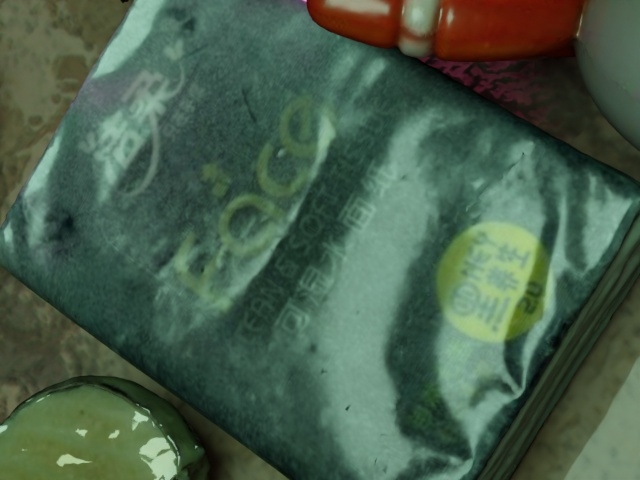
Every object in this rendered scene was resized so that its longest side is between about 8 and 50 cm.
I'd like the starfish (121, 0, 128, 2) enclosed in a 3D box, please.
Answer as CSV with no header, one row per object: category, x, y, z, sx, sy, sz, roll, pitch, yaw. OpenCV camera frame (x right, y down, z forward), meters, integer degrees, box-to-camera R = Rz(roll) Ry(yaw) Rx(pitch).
starfish,-0.097,-0.183,0.779,0.130,0.041,0.133,-11,83,30

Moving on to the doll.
doll,0.118,-0.093,0.617,0.336,0.200,0.105,23,127,21

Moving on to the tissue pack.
tissue pack,0.000,0.000,0.685,0.257,0.081,0.185,33,93,23

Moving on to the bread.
bread,-0.147,0.156,0.728,0.232,0.064,0.172,-14,76,21
